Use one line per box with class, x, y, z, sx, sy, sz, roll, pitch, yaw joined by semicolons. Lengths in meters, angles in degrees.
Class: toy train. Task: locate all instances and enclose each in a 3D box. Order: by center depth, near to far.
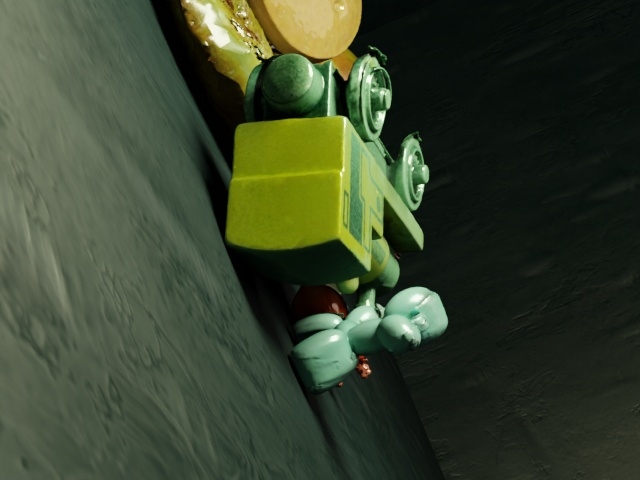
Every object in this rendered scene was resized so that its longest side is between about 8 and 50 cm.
toy train;0.022;-0.043;1.109;0.369;0.150;0.237;46;44;-63

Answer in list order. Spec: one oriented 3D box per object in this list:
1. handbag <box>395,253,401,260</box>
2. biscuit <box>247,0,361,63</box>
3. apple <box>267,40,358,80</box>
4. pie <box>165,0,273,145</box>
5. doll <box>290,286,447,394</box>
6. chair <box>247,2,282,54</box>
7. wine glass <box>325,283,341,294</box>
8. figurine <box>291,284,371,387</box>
handbag;0.017;-0.072;1.476;0.203;0.074;0.216;59;3;-44
biscuit;-0.017;-0.424;1.479;0.275;0.052;0.355;16;72;-44
apple;-0.032;-0.225;1.821;0.246;0.246;0.226;-109;-167;-56
pie;-0.099;-0.206;1.301;0.354;0.103;0.288;63;1;-45
doll;0.047;0.094;1.051;0.159;0.159;0.059;-133;-161;-81
chair;-0.147;-0.370;1.529;0.186;0.319;0.160;-39;-114;47
wine glass;-0.015;0.004;1.498;0.198;0.066;0.066;-111;175;-54
figurine;0.011;0.097;1.204;0.075;0.068;0.140;-106;174;-48
